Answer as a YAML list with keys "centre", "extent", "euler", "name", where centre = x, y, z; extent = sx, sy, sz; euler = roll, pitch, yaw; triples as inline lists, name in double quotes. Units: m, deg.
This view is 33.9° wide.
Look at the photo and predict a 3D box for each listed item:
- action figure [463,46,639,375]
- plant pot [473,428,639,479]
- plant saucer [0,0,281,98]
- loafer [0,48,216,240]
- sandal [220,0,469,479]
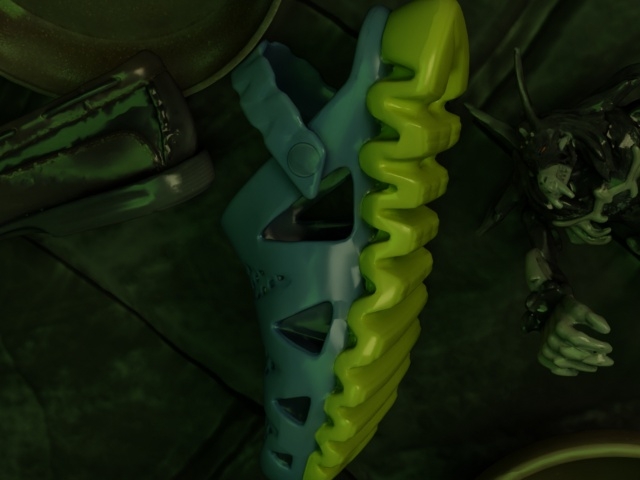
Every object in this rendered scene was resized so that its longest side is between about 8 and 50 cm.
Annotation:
- centre: [0.198, 0.004, 0.616]
  extent: [0.276, 0.141, 0.164]
  euler: [39, 115, -3]
  name: "action figure"
- centre: [0.182, 0.222, 0.675]
  extent: [0.237, 0.110, 0.237]
  euler: [1, 102, 7]
  name: "plant pot"
- centre: [-0.150, -0.222, 0.605]
  extent: [0.311, 0.050, 0.310]
  euler: [13, 130, 16]
  name: "plant saucer"
- centre: [-0.219, -0.044, 0.667]
  extent: [0.303, 0.109, 0.095]
  euler: [-12, 107, 11]
  name: "loafer"
- centre: [0.000, 0.000, 0.658]
  extent: [0.138, 0.126, 0.317]
  euler: [12, 97, 16]
  name: "sandal"
